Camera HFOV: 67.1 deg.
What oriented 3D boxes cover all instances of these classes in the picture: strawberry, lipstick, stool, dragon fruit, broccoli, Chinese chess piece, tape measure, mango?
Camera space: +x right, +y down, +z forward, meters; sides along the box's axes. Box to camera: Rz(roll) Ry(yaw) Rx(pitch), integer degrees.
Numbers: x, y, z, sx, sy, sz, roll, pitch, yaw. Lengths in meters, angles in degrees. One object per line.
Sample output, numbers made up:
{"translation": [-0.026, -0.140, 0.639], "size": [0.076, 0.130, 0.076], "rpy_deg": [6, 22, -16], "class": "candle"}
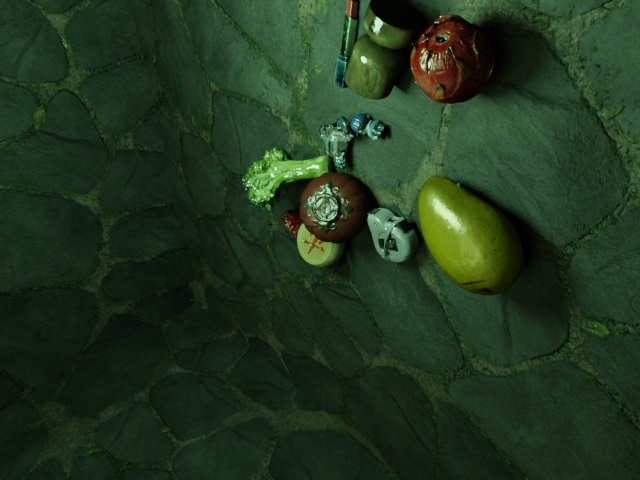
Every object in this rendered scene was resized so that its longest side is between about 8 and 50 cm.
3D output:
{"translation": [-0.097, -0.061, 2.447], "size": [0.237, 0.111, 0.190], "rpy_deg": [52, 179, -14], "class": "strawberry"}
{"translation": [0.100, -0.711, 1.745], "size": [0.051, 0.051, 0.312], "rpy_deg": [40, 140, 32], "class": "lipstick"}
{"translation": [0.197, -0.618, 1.566], "size": [0.179, 0.179, 0.264], "rpy_deg": [49, 144, 18], "class": "stool"}
{"translation": [0.376, -0.503, 1.366], "size": [0.240, 0.252, 0.241], "rpy_deg": [2, 97, 18], "class": "dragon fruit"}
{"translation": [-0.148, -0.317, 2.219], "size": [0.275, 0.397, 0.353], "rpy_deg": [44, -166, -52], "class": "broccoli"}
{"translation": [0.000, 0.000, 2.281], "size": [0.250, 0.097, 0.251], "rpy_deg": [1, 91, 41], "class": "Chinese chess piece"}
{"translation": [0.299, -0.008, 1.943], "size": [0.197, 0.120, 0.236], "rpy_deg": [12, 128, 47], "class": "tape measure"}
{"translation": [0.478, -0.024, 1.601], "size": [0.445, 0.220, 0.301], "rpy_deg": [57, 149, 12], "class": "mango"}

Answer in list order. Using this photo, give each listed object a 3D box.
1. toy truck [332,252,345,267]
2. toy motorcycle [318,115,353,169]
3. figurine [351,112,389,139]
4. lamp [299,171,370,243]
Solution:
{"translation": [0.033, 0.055, 2.383], "size": [0.201, 0.074, 0.088], "rpy_deg": [37, 145, 32], "class": "toy truck"}
{"translation": [0.078, -0.390, 1.966], "size": [0.239, 0.108, 0.204], "rpy_deg": [-143, 33, -79], "class": "toy motorcycle"}
{"translation": [0.181, -0.426, 1.827], "size": [0.149, 0.087, 0.086], "rpy_deg": [30, 98, 37], "class": "figurine"}
{"translation": [0.059, -0.138, 2.026], "size": [0.302, 0.257, 0.304], "rpy_deg": [2, 96, 18], "class": "lamp"}
